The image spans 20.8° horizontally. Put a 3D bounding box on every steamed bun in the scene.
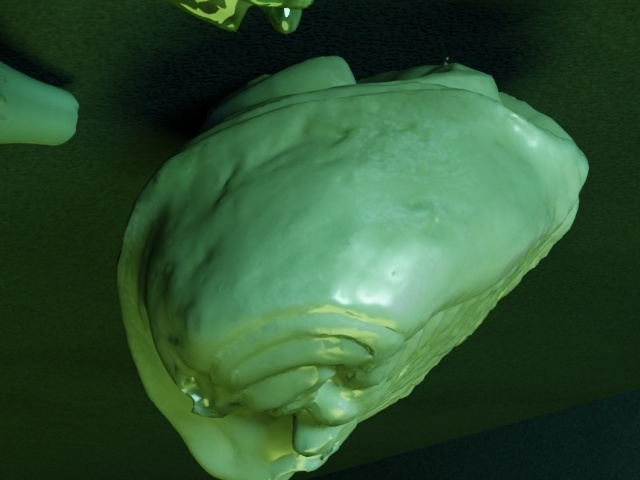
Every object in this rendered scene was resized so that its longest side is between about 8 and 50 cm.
[{"bbox_3d":[0.000,0.000,1.247,0.352,0.247,0.339,-39,170,-38],"label":"steamed bun"}]

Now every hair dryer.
[{"bbox_3d":[-0.269,-0.087,1.161,0.219,0.088,0.225,4,171,-44],"label":"hair dryer"}]

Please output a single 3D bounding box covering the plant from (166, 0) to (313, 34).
[{"bbox_3d":[-0.120,-0.236,0.791,0.333,0.180,0.251,27,164,-3],"label":"plant"}]
